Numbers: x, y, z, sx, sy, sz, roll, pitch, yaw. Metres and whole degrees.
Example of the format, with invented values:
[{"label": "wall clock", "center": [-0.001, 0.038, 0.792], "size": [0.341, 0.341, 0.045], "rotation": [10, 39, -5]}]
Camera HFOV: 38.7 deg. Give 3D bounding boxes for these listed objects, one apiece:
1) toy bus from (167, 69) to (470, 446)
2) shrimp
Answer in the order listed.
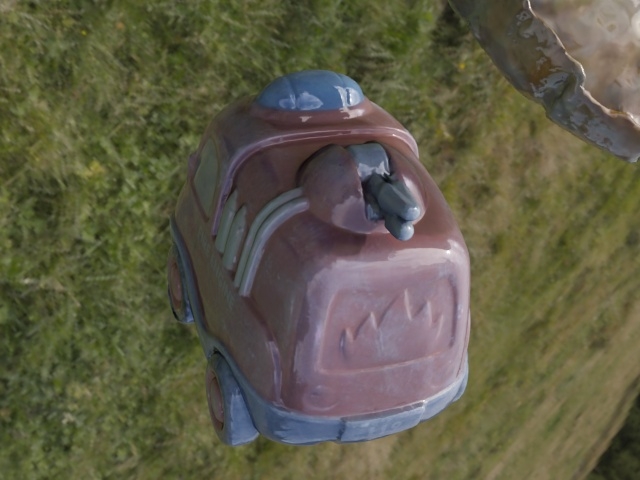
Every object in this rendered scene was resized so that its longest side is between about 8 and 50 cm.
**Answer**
[{"label": "toy bus", "center": [0.000, 0.000, 0.693], "size": [0.197, 0.294, 0.231], "rotation": [-6, 130, -19]}, {"label": "shrimp", "center": [0.134, -0.242, 0.552], "size": [0.221, 0.445, 0.110], "rotation": [-40, 177, -2]}]
